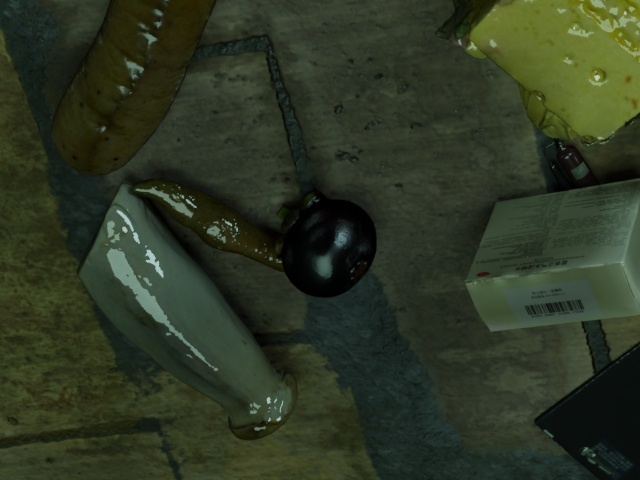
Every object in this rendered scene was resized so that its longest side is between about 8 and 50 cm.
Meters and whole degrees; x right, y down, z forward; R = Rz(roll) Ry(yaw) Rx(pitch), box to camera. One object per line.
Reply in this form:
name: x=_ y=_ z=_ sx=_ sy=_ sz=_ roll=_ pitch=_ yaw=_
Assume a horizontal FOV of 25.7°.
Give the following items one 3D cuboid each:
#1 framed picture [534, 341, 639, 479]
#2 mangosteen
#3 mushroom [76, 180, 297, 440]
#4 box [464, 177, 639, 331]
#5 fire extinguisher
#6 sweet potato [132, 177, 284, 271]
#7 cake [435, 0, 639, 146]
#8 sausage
framed picture: x=0.510 y=0.241 z=1.974 sx=0.255 sy=0.014 sz=0.339 roll=40 pitch=119 yaw=-13
mangosteen: x=0.000 y=0.000 z=1.863 sx=0.151 sy=0.137 sz=0.137 roll=41 pitch=126 yaw=24
mushroom: x=-0.199 y=0.113 z=1.958 sx=0.154 sy=0.137 sz=0.407 roll=-35 pitch=103 yaw=13
box: x=0.309 y=0.020 z=1.753 sx=0.212 sy=0.168 sz=0.095 roll=-9 pitch=124 yaw=32
fire extinguisher: x=0.334 y=-0.073 z=1.807 sx=0.173 sy=0.035 sz=0.049 roll=53 pitch=154 yaw=-21
sweet potato: x=-0.128 y=-0.016 z=1.904 sx=0.274 sy=0.067 sz=0.067 roll=29 pitch=122 yaw=-13
cake: x=0.295 y=-0.255 z=1.587 sx=0.227 sy=0.222 sz=0.286 roll=41 pitch=120 yaw=-13
sausage: x=-0.204 y=-0.280 z=1.725 sx=0.136 sy=0.123 sz=0.500 roll=41 pitch=124 yaw=19
